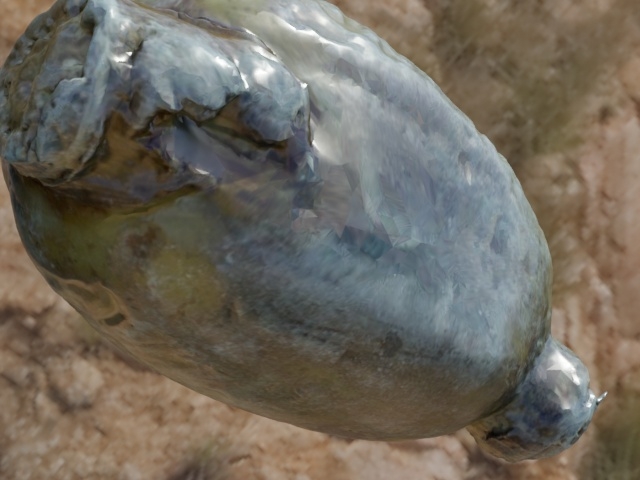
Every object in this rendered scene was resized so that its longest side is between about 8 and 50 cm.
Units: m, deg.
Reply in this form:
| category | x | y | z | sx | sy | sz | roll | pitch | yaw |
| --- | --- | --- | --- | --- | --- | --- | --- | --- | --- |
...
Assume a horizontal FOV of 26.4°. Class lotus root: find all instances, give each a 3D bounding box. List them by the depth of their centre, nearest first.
| category | x | y | z | sx | sy | sz | roll | pitch | yaw |
| --- | --- | --- | --- | --- | --- | --- | --- | --- | --- |
| lotus root | -0.002 | -0.001 | 0.615 | 0.349 | 0.175 | 0.175 | 36 | 35 | -38 |
